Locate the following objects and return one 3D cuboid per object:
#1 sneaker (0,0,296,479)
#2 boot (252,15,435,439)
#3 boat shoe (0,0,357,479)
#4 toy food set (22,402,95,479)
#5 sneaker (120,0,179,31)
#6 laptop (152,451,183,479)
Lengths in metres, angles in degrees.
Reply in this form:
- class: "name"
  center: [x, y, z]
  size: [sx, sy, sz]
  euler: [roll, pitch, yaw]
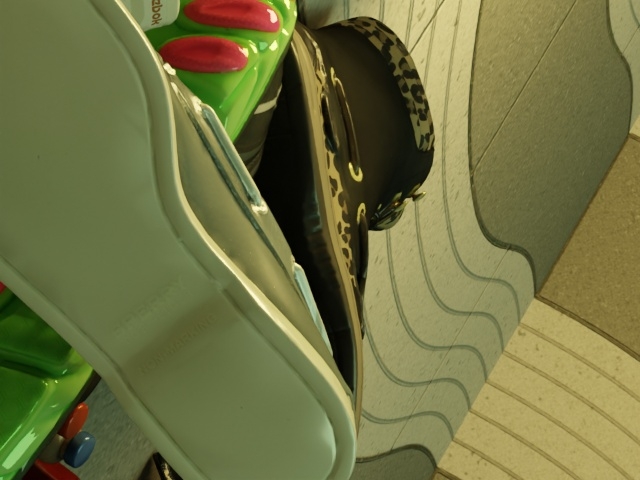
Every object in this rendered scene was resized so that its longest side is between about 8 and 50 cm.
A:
- class: "sneaker"
  center: [-0.154, 0.032, 0.823]
  size: [0.483, 0.185, 0.202]
  euler: [-51, 156, -30]
- class: "boot"
  center: [0.000, 0.000, 1.168]
  size: [0.284, 0.138, 0.377]
  euler: [-31, 115, -66]
- class: "boat shoe"
  center: [-0.089, -0.017, 0.685]
  size: [0.116, 0.319, 0.099]
  euler: [-31, -168, 10]
- class: "toy food set"
  center: [-0.219, 0.172, 0.977]
  size: [0.232, 0.105, 0.111]
  euler: [-66, 163, 13]
- class: "sneaker"
  center: [-0.145, -0.125, 0.715]
  size: [0.290, 0.123, 0.106]
  euler: [-50, 161, -31]
- class: "laptop"
  center: [-0.105, 0.359, 1.456]
  size: [0.137, 0.234, 0.264]
  euler: [-33, 151, 12]
